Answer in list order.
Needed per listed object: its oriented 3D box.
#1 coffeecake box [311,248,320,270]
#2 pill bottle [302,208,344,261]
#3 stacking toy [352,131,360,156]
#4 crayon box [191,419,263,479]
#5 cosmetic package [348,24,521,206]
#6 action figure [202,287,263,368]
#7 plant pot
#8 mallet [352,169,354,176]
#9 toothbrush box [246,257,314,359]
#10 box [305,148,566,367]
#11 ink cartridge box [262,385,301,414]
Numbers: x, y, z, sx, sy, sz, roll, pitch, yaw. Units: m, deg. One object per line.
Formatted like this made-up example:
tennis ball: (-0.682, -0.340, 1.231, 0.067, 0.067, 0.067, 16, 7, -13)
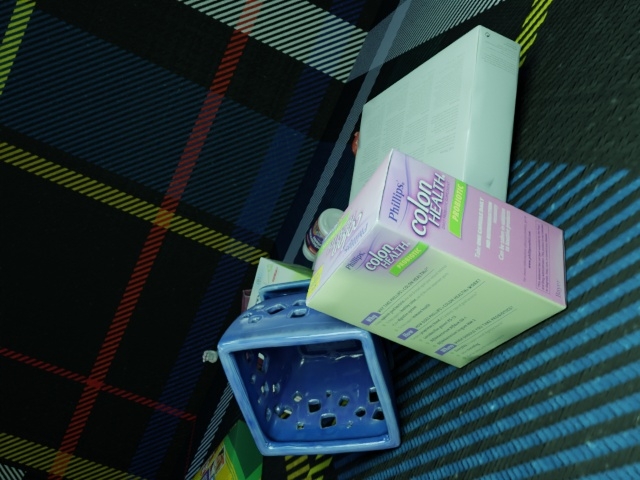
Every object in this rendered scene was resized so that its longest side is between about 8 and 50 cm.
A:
coffeecake box: (0.021, 0.090, 1.629, 0.142, 0.068, 0.186, 127, 163, -50)
pill bottle: (0.013, -0.008, 1.764, 0.193, 0.108, 0.108, 129, 161, -55)
stacking toy: (0.122, -0.152, 1.486, 0.280, 0.130, 0.309, -63, 11, 15)
crayon box: (-0.299, 0.743, 1.596, 0.363, 0.106, 0.313, -54, 14, 19)
cosmetic package: (0.184, -0.164, 1.035, 0.377, 0.097, 0.285, -16, 61, 64)
action figure: (-0.206, 0.300, 1.824, 0.276, 0.248, 0.370, -75, 8, -72)
plant pot: (0.001, 0.185, 0.930, 0.212, 0.235, 0.236, -71, -31, -60)
mallet: (0.128, -0.182, 1.780, 0.062, 0.039, 0.190, -58, 18, 33)
toothbrush box: (-0.039, 0.171, 1.224, 0.283, 0.122, 0.206, 19, 95, 54)
box: (0.138, 0.036, 0.724, 0.213, 0.242, 0.117, 126, 163, -52)
ink cartridge box: (-0.097, 0.394, 1.441, 0.067, 0.115, 0.198, -69, 11, -18)
